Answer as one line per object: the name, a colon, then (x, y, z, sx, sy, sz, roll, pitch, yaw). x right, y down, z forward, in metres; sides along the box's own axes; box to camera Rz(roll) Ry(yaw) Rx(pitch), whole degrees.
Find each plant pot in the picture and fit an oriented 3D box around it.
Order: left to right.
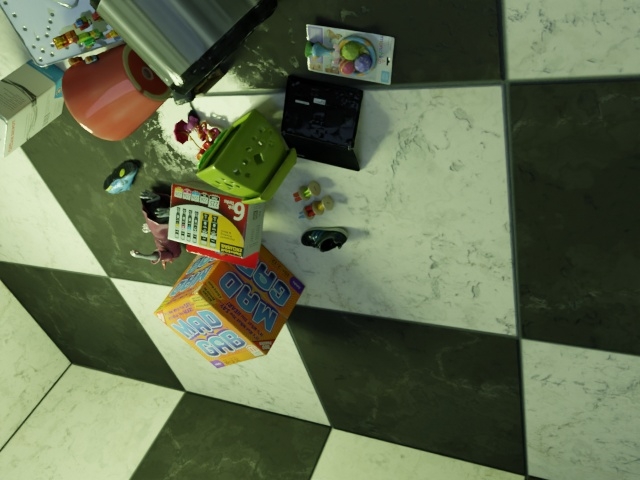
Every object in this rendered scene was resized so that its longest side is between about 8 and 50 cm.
plant pot: (-0.611, -0.476, 1.810, 0.243, 0.275, 0.275, -18, 122, 31)
plant pot: (-0.218, -0.239, 1.800, 0.207, 0.228, 0.227, 37, 165, -19)

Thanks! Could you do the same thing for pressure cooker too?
pressure cooker: (-0.359, -0.617, 1.408, 0.420, 0.375, 0.370, 46, 141, -19)

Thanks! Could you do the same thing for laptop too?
laptop: (0.015, -0.344, 1.751, 0.234, 0.136, 0.264, 15, 112, 16)

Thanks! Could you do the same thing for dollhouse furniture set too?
dollhouse furniture set: (-0.406, -0.512, 1.738, 0.144, 0.123, 0.151, -6, 128, 35)

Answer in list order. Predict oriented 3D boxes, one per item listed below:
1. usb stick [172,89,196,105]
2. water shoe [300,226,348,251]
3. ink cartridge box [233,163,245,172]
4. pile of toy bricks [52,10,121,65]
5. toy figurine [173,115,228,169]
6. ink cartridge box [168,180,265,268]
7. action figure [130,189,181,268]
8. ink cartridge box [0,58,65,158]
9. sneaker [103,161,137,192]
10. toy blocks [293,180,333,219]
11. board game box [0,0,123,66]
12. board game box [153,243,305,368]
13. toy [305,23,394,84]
usb stick: (-0.420, -0.534, 1.689, 0.077, 0.045, 0.277, -6, 98, 34)
water shoe: (0.000, 0.000, 2.065, 0.203, 0.080, 0.073, -10, 126, 38)
ink cartridge box: (-0.279, -0.225, 2.023, 0.208, 0.045, 0.206, 33, 141, -6)
pile of toy bricks: (-0.663, -0.572, 1.646, 0.212, 0.105, 0.118, -21, 105, 10)
toy figurine: (-0.412, -0.350, 1.939, 0.159, 0.130, 0.173, 40, 118, 2)
ink cartridge box: (-0.365, -0.045, 2.036, 0.310, 0.130, 0.271, 13, 105, 20)
action figure: (-0.617, -0.035, 2.356, 0.276, 0.248, 0.370, -3, 135, -3)
ink cartridge box: (-1.038, -0.464, 2.020, 0.129, 0.307, 0.223, 36, 139, -8)
sneaker: (-0.767, -0.244, 2.292, 0.209, 0.069, 0.082, -27, 148, 36)
toy blocks: (-0.045, -0.128, 1.979, 0.148, 0.054, 0.123, -23, 119, 44)
board game box: (-0.724, -0.728, 1.638, 0.390, 0.050, 0.389, -15, 128, 8)
board game box: (-0.357, 0.236, 2.310, 0.356, 0.356, 0.356, 46, 138, -19)
toy: (0.069, -0.482, 1.541, 0.237, 0.056, 0.136, 16, 140, 15)
